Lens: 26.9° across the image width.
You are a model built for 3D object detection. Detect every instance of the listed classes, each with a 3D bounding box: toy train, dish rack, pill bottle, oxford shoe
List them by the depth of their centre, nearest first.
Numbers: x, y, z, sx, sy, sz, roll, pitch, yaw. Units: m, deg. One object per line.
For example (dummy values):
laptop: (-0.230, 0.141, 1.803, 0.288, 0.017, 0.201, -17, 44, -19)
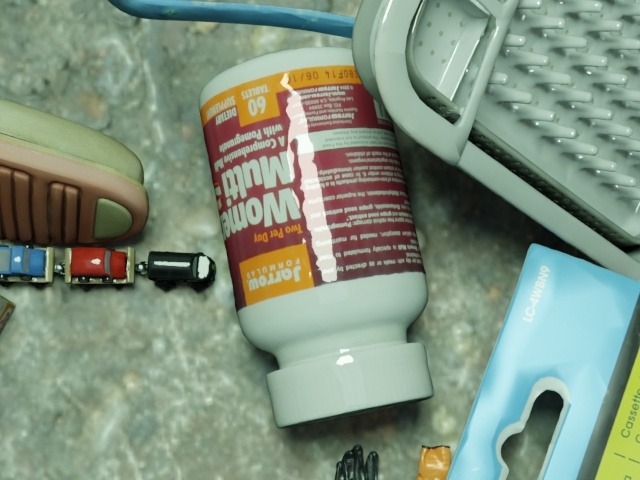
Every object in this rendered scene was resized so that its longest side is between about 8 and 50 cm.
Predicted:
dish rack: (0.159, -0.147, 0.814, 0.333, 0.072, 0.285, 29, 81, -41)
pill bottle: (0.000, 0.000, 0.841, 0.121, 0.121, 0.221, -11, 81, -4)
oxford shoe: (-0.286, -0.112, 0.847, 0.397, 0.140, 0.146, 20, 62, -6)
toy train: (-0.148, 0.017, 0.875, 0.158, 0.036, 0.027, 1, 80, -1)

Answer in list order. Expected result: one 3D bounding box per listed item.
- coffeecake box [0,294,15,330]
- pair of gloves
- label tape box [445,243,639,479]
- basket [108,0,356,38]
coffeecake box: (-0.275, 0.022, 0.795, 0.142, 0.185, 0.068, 29, 81, 3)
pair of gloves: (0.049, 0.170, 0.869, 0.083, 0.010, 0.074, 0, 82, 1)
label tape box: (0.246, 0.181, 0.824, 0.348, 0.115, 0.249, 20, 80, 4)
basket: (-0.003, -0.264, 0.838, 0.255, 0.201, 0.288, 7, 72, -16)
